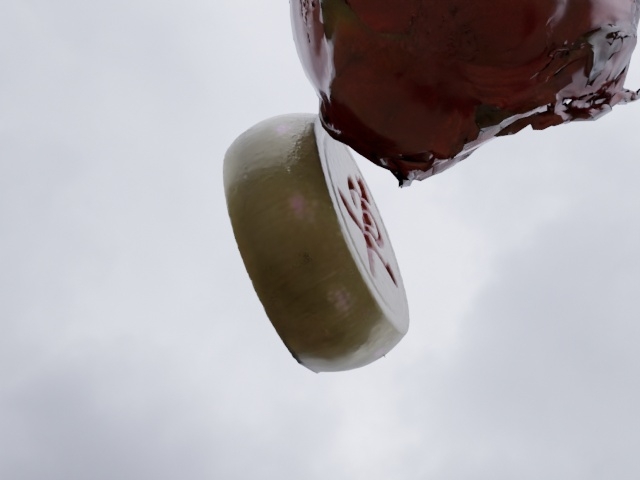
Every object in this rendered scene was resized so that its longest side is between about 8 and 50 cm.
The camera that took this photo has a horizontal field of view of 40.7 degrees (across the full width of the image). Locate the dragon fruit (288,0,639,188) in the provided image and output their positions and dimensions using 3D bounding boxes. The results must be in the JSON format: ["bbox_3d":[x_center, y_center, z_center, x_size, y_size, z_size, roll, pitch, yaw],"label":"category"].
[{"bbox_3d":[0.119,-0.200,0.726,0.295,0.295,0.302,-17,-106,28],"label":"dragon fruit"}]

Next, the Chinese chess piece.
[{"bbox_3d":[0.000,0.000,0.820,0.097,0.251,0.251,-22,-76,12],"label":"Chinese chess piece"}]
